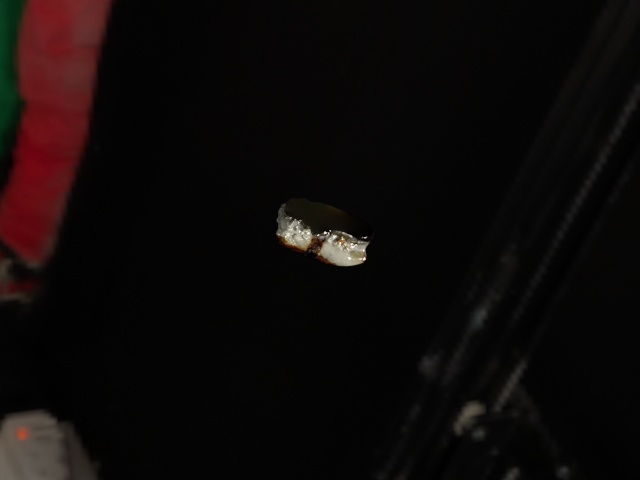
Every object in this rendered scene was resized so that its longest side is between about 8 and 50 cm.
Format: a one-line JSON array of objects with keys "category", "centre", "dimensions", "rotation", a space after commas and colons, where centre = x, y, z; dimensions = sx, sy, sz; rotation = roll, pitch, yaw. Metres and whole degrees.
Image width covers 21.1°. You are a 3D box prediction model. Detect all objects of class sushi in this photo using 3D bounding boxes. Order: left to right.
[{"category": "sushi", "centre": [0.000, 0.000, 1.443], "dimensions": [0.044, 0.083, 0.046], "rotation": [-79, -170, -50]}]
